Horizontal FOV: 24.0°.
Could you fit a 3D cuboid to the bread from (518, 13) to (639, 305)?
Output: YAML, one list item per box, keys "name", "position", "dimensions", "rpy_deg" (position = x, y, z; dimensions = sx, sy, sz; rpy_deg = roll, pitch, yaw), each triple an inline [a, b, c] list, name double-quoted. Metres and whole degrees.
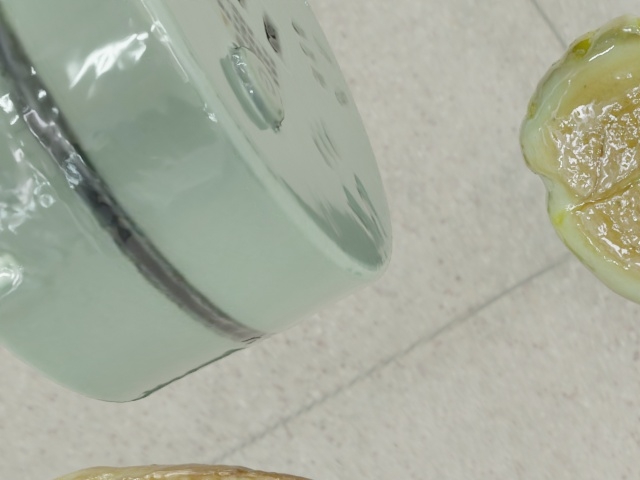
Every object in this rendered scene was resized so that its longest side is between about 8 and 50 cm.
- name: "bread"
  position: [0.244, -0.057, 1.029]
  dimensions: [0.213, 0.105, 0.213]
  rpy_deg: [13, 117, 28]

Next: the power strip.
- name: "power strip"
  position: [-0.106, -0.104, 0.793]
  dimensions: [0.161, 0.357, 0.357]
  rpy_deg: [-28, 60, 14]

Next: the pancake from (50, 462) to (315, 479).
- name: "pancake"
  position: [-0.090, 0.260, 1.379]
  dimensions: [0.266, 0.244, 0.057]
  rpy_deg: [-4, 61, 27]
